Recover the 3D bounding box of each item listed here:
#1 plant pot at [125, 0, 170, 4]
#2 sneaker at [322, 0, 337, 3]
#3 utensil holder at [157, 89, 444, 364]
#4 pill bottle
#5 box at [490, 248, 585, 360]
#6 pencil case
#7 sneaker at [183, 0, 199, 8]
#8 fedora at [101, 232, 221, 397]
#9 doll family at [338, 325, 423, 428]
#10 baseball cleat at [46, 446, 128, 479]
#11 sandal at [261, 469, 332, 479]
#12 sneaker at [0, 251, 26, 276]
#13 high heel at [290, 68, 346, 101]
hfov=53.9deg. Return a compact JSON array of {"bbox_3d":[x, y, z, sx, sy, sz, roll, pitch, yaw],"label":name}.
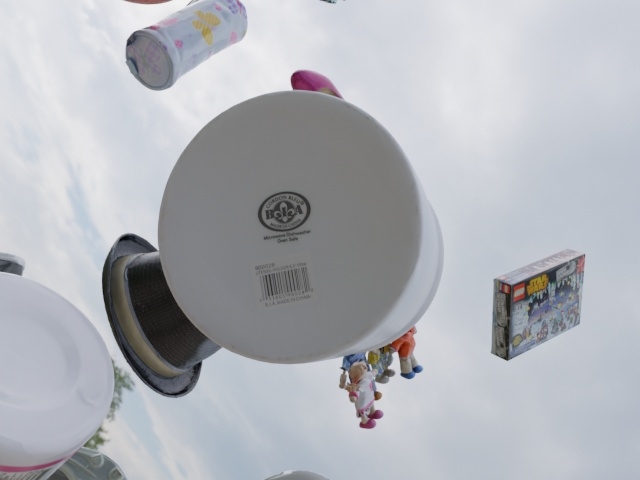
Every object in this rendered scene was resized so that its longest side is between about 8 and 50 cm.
[{"bbox_3d":[-0.337,-0.498,0.965,0.265,0.272,0.273,18,-48,48],"label":"plant pot"},{"bbox_3d":[0.019,-0.495,1.107,0.110,0.283,0.122,18,-63,-5],"label":"sneaker"},{"bbox_3d":[0.000,0.000,0.863,0.328,0.327,0.385,48,4,14],"label":"utensil holder"},{"bbox_3d":[-0.313,0.169,0.515,0.283,0.160,0.160,-42,-98,22],"label":"pill bottle"},{"bbox_3d":[0.252,0.072,0.726,0.027,0.136,0.094,21,-59,51],"label":"box"},{"bbox_3d":[-0.255,-0.392,1.227,0.124,0.273,0.114,-19,-67,44],"label":"pencil case"},{"bbox_3d":[-0.301,-0.598,1.656,0.086,0.192,0.064,42,-49,-16],"label":"sneaker"},{"bbox_3d":[-0.250,0.123,1.160,0.152,0.334,0.334,-18,-71,12],"label":"fedora"},{"bbox_3d":[0.094,0.237,1.256,0.118,0.263,0.163,2,-64,38],"label":"doll family"},{"bbox_3d":[-0.372,0.338,0.933,0.205,0.072,0.109,37,-40,-2],"label":"baseball cleat"},{"bbox_3d":[-0.113,0.471,0.780,0.169,0.416,0.102,31,-15,26],"label":"sandal"},{"bbox_3d":[-0.769,0.095,1.282,0.105,0.295,0.147,125,-36,-54],"label":"sneaker"},{"bbox_3d":[0.027,-0.290,1.424,0.244,0.082,0.117,38,18,-48],"label":"high heel"}]
